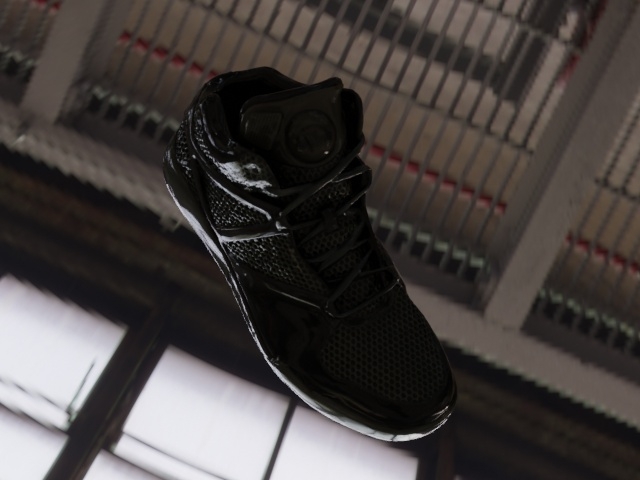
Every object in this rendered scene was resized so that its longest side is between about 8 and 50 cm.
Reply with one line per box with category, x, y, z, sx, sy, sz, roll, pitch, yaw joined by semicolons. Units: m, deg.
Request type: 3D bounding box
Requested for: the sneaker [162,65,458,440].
sneaker;0.000;0.000;1.021;0.087;0.130;0.227;-27;-107;-23
